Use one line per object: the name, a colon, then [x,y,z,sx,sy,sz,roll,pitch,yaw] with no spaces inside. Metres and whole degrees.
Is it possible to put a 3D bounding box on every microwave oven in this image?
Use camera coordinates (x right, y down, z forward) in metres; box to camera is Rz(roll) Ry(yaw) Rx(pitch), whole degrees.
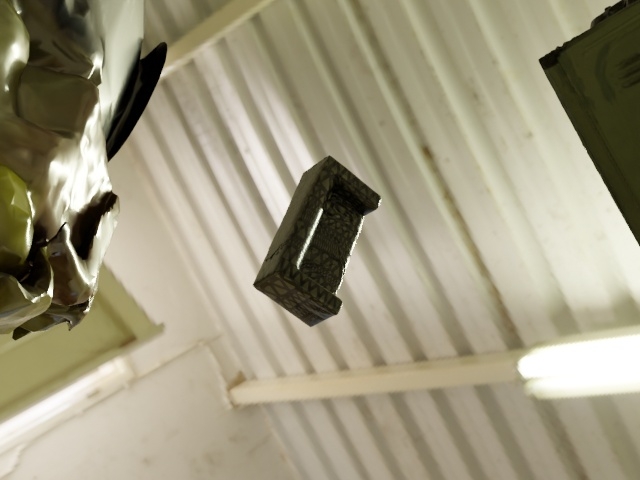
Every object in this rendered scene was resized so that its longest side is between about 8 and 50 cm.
microwave oven: [0.231,-0.092,0.585,0.162,0.208,0.122,-30,-94,29]

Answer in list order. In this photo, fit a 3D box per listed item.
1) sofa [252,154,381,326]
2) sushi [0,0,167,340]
sofa: [0.000,0.000,0.795,0.060,0.118,0.039,38,-39,-20]
sushi: [-0.245,-0.050,0.433,0.329,0.328,0.285,-32,-133,34]
